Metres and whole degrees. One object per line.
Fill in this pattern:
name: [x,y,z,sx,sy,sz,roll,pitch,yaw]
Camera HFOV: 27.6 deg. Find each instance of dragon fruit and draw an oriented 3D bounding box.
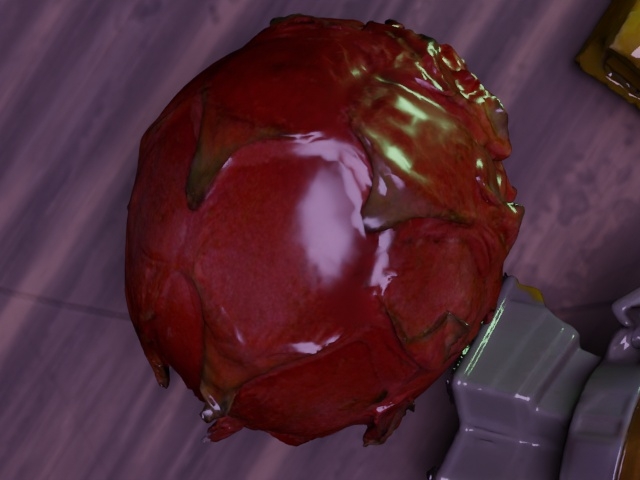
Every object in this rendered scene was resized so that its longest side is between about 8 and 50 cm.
dragon fruit: [0.002,-0.009,0.751,0.241,0.241,0.252,45,122,-6]

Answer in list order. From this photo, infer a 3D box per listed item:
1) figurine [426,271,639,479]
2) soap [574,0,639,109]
figurine: [0.212,0.141,0.771,0.308,0.143,0.308,11,111,32]
soap: [0.346,-0.108,0.851,0.324,0.096,0.204,35,87,-7]
